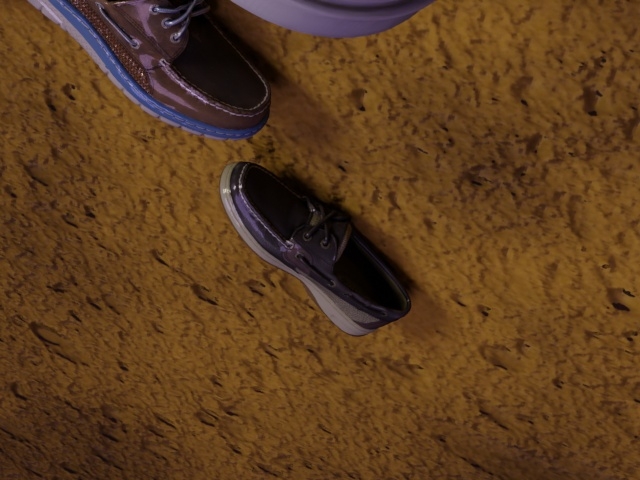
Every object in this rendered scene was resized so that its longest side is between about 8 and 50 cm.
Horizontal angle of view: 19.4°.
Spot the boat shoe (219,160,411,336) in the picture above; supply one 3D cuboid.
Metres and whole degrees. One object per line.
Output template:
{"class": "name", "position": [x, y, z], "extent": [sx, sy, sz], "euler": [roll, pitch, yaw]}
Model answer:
{"class": "boat shoe", "position": [0.000, 0.000, 1.161], "extent": [0.049, 0.056, 0.152], "euler": [-20, 130, 39]}

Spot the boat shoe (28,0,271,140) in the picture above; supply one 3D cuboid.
{"class": "boat shoe", "position": [-0.099, -0.128, 1.067], "extent": [0.183, 0.066, 0.066], "euler": [36, 141, -7]}

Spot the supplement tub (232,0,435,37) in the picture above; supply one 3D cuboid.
{"class": "supplement tub", "position": [0.052, -0.218, 0.737], "extent": [0.191, 0.191, 0.272], "euler": [38, 142, -10]}
